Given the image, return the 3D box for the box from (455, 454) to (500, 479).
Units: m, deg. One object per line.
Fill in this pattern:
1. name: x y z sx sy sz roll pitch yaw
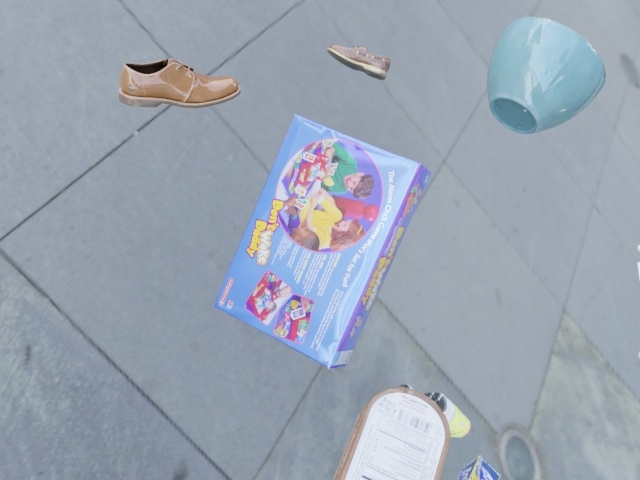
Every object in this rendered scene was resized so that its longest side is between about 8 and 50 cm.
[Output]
1. box: 0.263 0.453 1.340 0.054 0.059 0.169 45 28 6

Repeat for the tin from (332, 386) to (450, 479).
1. tin: 0.076 0.244 0.820 0.106 0.040 0.189 21 52 7

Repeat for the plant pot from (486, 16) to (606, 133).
1. plant pot: 0.534 -0.384 1.912 0.290 0.290 0.195 42 75 -20

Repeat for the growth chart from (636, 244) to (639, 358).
1. growth chart: 0.614 0.082 1.267 0.021 0.172 0.237 43 47 -46

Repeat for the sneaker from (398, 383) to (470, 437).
1. sneaker: 0.189 0.317 1.357 0.094 0.208 0.081 33 75 -18

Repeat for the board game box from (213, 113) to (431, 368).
1. board game box: 0.000 0.000 1.237 0.347 0.233 0.078 -66 157 4

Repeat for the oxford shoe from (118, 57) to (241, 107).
1. oxford shoe: -0.235 -0.273 1.300 0.212 0.076 0.076 -6 35 -24

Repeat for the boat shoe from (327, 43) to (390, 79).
1. boat shoe: 0.106 -0.494 2.053 0.178 0.064 0.060 25 88 10
